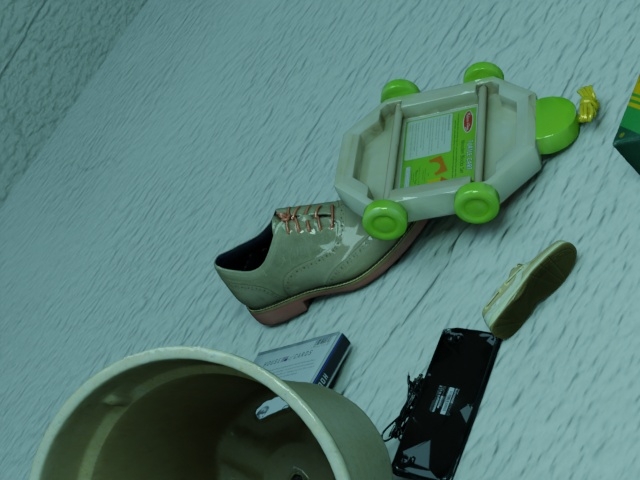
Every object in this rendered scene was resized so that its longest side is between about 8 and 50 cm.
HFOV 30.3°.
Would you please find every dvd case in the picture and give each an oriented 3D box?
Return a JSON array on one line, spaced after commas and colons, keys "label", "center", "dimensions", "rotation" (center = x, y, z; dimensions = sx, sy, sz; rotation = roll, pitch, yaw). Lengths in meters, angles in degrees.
[{"label": "dvd case", "center": [-0.074, 0.225, 1.525], "dimensions": [0.179, 0.029, 0.239], "rotation": [-19, 30, 47]}]

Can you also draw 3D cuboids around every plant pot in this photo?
[{"label": "plant pot", "center": [-0.073, 0.267, 1.196], "dimensions": [0.333, 0.305, 0.334], "rotation": [-1, 87, 20]}]

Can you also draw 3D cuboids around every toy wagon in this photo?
[{"label": "toy wagon", "center": [0.188, -0.122, 1.518], "dimensions": [0.344, 0.068, 0.267], "rotation": [-10, 42, 19]}]

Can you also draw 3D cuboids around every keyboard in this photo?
[{"label": "keyboard", "center": [0.138, 0.188, 1.346], "dimensions": [0.100, 0.038, 0.192], "rotation": [9, 60, 31]}]

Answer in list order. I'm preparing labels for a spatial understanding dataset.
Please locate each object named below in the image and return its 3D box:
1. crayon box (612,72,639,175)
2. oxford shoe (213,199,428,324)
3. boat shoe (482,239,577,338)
[{"label": "crayon box", "center": [0.480, -0.176, 1.227], "dimensions": [0.318, 0.081, 0.202], "rotation": [-6, 51, 50]}, {"label": "oxford shoe", "center": [0.000, 0.000, 1.627], "dimensions": [0.348, 0.130, 0.123], "rotation": [-32, 32, 26]}, {"label": "boat shoe", "center": [0.233, 0.048, 1.341], "dimensions": [0.135, 0.050, 0.045], "rotation": [-47, 35, 6]}]
